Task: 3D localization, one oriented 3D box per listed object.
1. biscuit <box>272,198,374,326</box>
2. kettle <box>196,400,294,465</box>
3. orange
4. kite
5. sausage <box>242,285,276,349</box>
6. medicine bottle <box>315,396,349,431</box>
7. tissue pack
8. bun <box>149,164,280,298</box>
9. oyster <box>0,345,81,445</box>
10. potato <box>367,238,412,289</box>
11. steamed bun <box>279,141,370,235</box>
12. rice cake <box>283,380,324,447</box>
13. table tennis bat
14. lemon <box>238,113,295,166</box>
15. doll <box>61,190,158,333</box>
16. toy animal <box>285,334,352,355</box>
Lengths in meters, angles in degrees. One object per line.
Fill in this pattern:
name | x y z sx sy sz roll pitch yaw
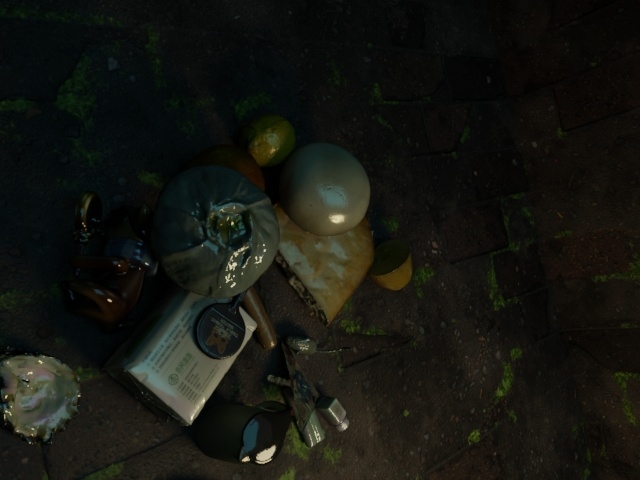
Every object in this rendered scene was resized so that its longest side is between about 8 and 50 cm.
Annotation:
biscuit | -0.001 0.000 2.028 0.429 0.104 0.446 47 56 -11
kettle | -0.208 0.541 1.661 0.240 0.255 0.165 -34 100 -39
orange | -0.298 -0.167 1.737 0.264 0.264 0.264 9 75 -38
kite | -0.087 0.463 1.844 0.314 0.011 0.335 38 28 -50
sausage | -0.218 0.214 1.842 0.066 0.065 0.301 -33 103 -39
medicine bottle | 0.047 0.597 1.972 0.055 0.074 0.118 -46 109 -37
tissue pack | -0.380 0.295 1.608 0.266 0.194 0.356 49 53 -20
bun | -0.273 -0.028 1.509 0.361 0.211 0.362 1 87 -17
oyster | -0.710 0.369 1.397 0.260 0.092 0.198 52 54 -30
potato | 0.281 0.117 2.218 0.203 0.178 0.158 -72 143 -53
steamed bun | 0.020 -0.176 1.914 0.324 0.206 0.324 11 63 -23
rice cake | -0.054 0.581 1.915 0.080 0.042 0.222 -26 98 -45
table tennis bat | -0.257 0.215 1.586 0.150 0.027 0.236 40 59 -24
lemon | -0.176 -0.336 1.919 0.180 0.180 0.193 43 62 -24
doll | -0.553 0.061 1.535 0.318 0.209 0.340 58 46 -57
toy animal | -0.016 0.367 1.965 0.253 0.079 0.070 19 91 -34
